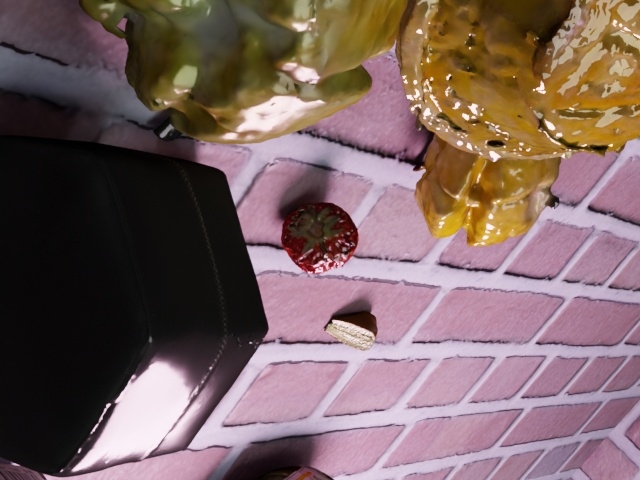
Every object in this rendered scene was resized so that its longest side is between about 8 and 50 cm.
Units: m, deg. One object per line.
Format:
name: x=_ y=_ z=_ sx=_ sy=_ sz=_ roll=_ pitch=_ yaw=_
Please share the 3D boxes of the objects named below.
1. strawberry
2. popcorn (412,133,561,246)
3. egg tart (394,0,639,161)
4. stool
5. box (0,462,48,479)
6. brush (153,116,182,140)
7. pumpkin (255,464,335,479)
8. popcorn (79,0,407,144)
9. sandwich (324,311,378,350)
strawberry: x=0.000 y=0.000 z=1.113 sx=0.073 sy=0.073 sz=0.083 roll=-41 pitch=168 yaw=-8
popcorn: x=0.162 y=-0.070 z=1.154 sx=0.167 sy=0.152 sz=0.148 roll=-58 pitch=153 yaw=-4
egg tart: x=0.223 y=-0.177 z=0.935 sx=0.341 sy=0.132 sz=0.341 roll=-13 pitch=131 yaw=-16
stool: x=-0.159 y=0.038 z=0.791 sx=0.141 sy=0.232 sz=0.232 roll=-1 pitch=130 yaw=-56
box: x=-0.318 y=0.254 z=0.997 sx=0.133 sy=0.099 sz=0.182 roll=-51 pitch=151 yaw=6
brush: x=-0.050 y=-0.131 z=0.914 sx=0.193 sy=0.016 sz=0.063 roll=-36 pitch=150 yaw=-17
pumpkin: x=-0.067 y=0.402 z=1.466 sx=0.260 sy=0.189 sz=0.260 roll=-52 pitch=154 yaw=-38
popcorn: x=-0.032 y=-0.166 z=0.722 sx=0.221 sy=0.183 sz=0.204 roll=-59 pitch=180 yaw=20
sandwich: x=0.045 y=0.105 z=1.342 sx=0.083 sy=0.044 sz=0.031 roll=-6 pitch=129 yaw=-54
